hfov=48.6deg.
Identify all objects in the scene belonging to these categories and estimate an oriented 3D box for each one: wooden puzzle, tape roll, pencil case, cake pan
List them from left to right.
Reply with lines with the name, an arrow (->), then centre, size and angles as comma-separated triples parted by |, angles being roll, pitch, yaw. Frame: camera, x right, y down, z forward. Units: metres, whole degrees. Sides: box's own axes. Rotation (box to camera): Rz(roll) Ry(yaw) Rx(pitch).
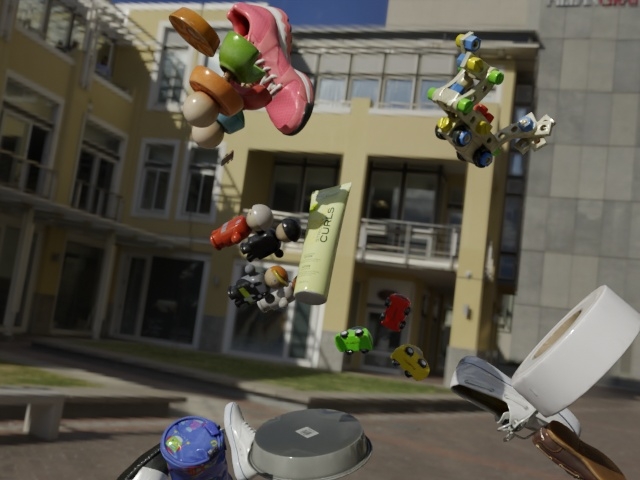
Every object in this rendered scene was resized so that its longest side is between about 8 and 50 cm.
pencil case -> -0.251, 0.489, 1.505 | 0.133, 0.119, 0.306 | -22, -41, -20
wooden puzzle -> -0.288, -0.254, 2.193 | 0.006, 0.049, 0.083 | 46, -19, 8
cake pan -> -0.026, 0.467, 1.645 | 0.293, 0.054, 0.293 | -4, 11, 1
tape roll -> 0.521, 0.226, 1.454 | 0.100, 0.286, 0.286 | 44, 0, 11

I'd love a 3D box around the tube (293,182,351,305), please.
tube -> 0.000, 0.000, 1.306 | 0.070, 0.240, 0.062 | 13, -28, -1

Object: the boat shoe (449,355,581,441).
boat shoe -> 0.512, 0.464, 1.907 | 0.367, 0.156, 0.136 | 32, -39, 11

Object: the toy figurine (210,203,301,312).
toy figurine -> -0.114, 0.042, 1.534 | 0.148, 0.209, 0.213 | -26, -22, 16

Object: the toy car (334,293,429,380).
toy car -> 0.142, 0.233, 1.727 | 0.225, 0.239, 0.053 | -8, 22, 28

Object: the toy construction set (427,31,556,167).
toy construction set -> 0.373, -0.289, 1.602 | 0.327, 0.215, 0.151 | 33, 0, -29

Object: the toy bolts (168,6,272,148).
toy bolts -> -0.205, -0.269, 1.259 | 0.218, 0.158, 0.228 | 35, -9, 16

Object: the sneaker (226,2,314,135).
sneaker -> -0.117, -0.347, 1.432 | 0.136, 0.314, 0.116 | 5, -31, -45

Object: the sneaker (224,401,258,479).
sneaker -> -0.226, 0.608, 2.170 | 0.091, 0.258, 0.094 | -25, -35, 9

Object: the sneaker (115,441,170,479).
sneaker -> -0.406, 0.590, 1.612 | 0.146, 0.330, 0.122 | 48, -39, -4

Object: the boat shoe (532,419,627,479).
boat shoe -> 0.542, 0.463, 1.488 | 0.207, 0.073, 0.073 | 41, 38, 10
